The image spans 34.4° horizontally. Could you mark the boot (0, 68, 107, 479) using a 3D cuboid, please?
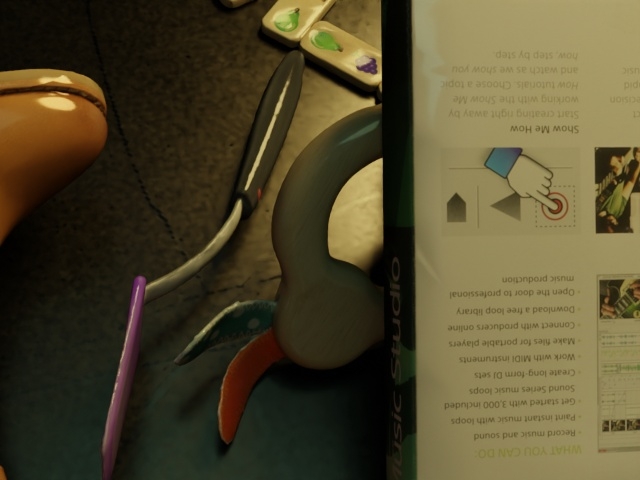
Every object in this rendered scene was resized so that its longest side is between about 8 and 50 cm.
[{"bbox_3d":[-0.184,0.059,0.473,0.283,0.109,0.220,-29,68,-19],"label":"boot"}]

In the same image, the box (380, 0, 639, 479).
[{"bbox_3d":[0.147,0.023,0.486,0.232,0.058,0.321,0,90,-9],"label":"box"}]

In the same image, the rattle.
[{"bbox_3d":[0.000,0.000,0.566,0.199,0.130,0.142,-47,41,8],"label":"rattle"}]

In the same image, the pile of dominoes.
[{"bbox_3d":[0.040,-0.223,0.700,0.196,0.040,0.251,30,61,9],"label":"pile of dominoes"}]

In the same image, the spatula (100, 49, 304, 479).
[{"bbox_3d":[-0.060,-0.003,0.553,0.030,0.084,0.296,23,53,4],"label":"spatula"}]
